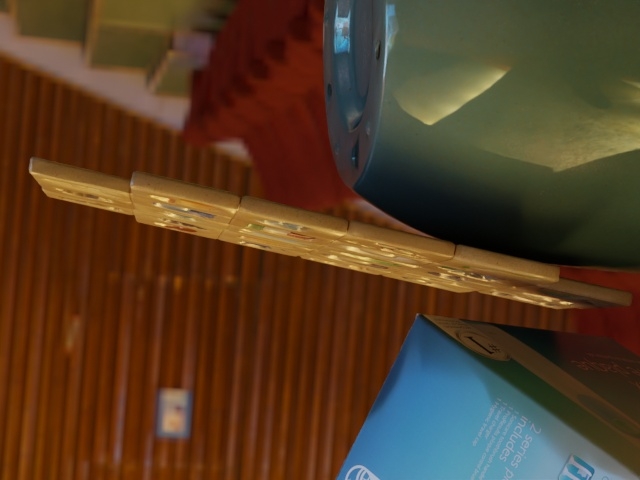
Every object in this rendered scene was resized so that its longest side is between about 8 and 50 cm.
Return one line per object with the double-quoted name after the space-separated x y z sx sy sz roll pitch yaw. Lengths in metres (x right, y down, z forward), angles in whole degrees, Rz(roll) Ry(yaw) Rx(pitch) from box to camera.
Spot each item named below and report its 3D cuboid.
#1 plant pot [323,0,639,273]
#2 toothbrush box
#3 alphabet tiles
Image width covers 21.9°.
0.130 -0.119 0.977 0.235 0.293 0.293 0 179 -11 "plant pot"
0.188 0.170 0.919 0.216 0.126 0.295 10 -159 -48 "toothbrush box"
0.000 0.000 0.990 0.343 0.011 0.285 12 176 -4 "alphabet tiles"
